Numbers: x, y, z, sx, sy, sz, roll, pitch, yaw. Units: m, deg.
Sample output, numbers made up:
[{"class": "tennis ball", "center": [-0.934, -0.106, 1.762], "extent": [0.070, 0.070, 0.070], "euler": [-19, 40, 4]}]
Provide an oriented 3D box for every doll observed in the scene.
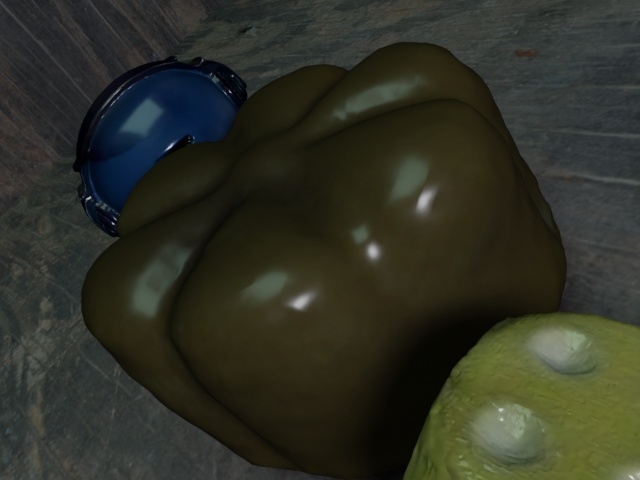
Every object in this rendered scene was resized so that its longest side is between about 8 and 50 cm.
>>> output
[{"class": "doll", "center": [-0.194, -0.103, 0.963], "extent": [0.284, 0.310, 0.240], "euler": [-43, 36, -8]}]

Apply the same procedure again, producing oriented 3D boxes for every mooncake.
[{"class": "mooncake", "center": [0.000, 0.000, 0.704], "extent": [0.467, 0.262, 0.467], "euler": [-26, 33, 18]}]

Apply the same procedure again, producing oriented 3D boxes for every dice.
[{"class": "dice", "center": [0.157, 0.158, 0.402], "extent": [0.169, 0.169, 0.166], "euler": [22, 45, 33]}]
